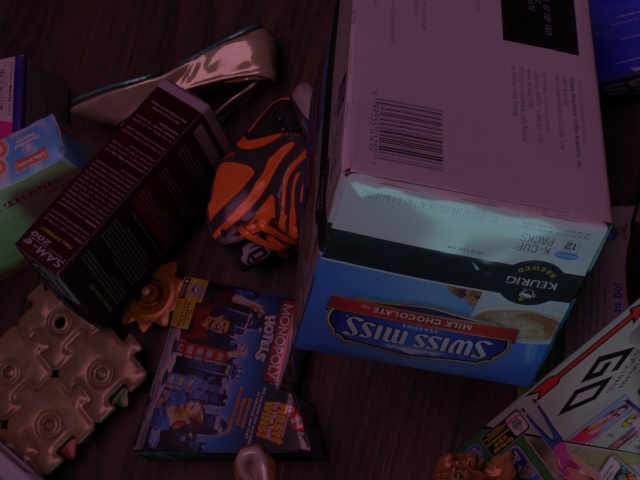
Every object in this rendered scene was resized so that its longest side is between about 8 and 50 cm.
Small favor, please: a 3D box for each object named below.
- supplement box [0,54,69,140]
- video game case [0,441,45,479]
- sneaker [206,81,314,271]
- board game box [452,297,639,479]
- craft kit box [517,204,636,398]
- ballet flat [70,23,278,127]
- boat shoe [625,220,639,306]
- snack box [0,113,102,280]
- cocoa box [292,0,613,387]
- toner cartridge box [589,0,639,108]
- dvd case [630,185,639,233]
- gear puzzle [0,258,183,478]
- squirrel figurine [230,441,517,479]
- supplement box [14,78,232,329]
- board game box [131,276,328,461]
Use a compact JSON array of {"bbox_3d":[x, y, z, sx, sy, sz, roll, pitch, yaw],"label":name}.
[{"bbox_3d":[-0.410,-0.127,1.866,0.220,0.114,0.111,-7,72,19],"label":"supplement box"},{"bbox_3d":[-0.380,0.308,1.733,0.193,0.023,0.212,34,107,27],"label":"video game case"},{"bbox_3d":[0.000,0.000,1.670,0.180,0.124,0.321,-39,53,11],"label":"sneaker"},{"bbox_3d":[0.283,0.187,1.419,0.213,0.046,0.317,54,128,14],"label":"board game box"},{"bbox_3d":[0.312,0.090,1.540,0.246,0.061,0.250,0,74,19],"label":"craft kit box"},{"bbox_3d":[-0.158,-0.160,1.799,0.248,0.086,0.086,-21,67,14],"label":"ballet flat"},{"bbox_3d":[0.337,0.085,1.461,0.073,0.080,0.223,-6,74,-26],"label":"boat shoe"},{"bbox_3d":[-0.374,-0.017,1.775,0.322,0.187,0.060,-25,66,13],"label":"snack box"},{"bbox_3d":[0.112,-0.079,1.472,0.231,0.228,0.347,11,46,-7],"label":"cocoa box"},{"bbox_3d":[0.423,-0.251,1.589,0.348,0.075,0.165,-12,71,18],"label":"toner cartridge box"},{"bbox_3d":[0.429,-0.064,1.515,0.253,0.022,0.180,3,47,23],"label":"dvd case"},{"bbox_3d":[-0.277,0.139,1.770,0.339,0.044,0.175,-44,67,3],"label":"gear puzzle"},{"bbox_3d":[0.033,0.351,1.465,0.397,0.281,0.370,-26,43,-5],"label":"squirrel figurine"},{"bbox_3d":[-0.198,-0.038,1.715,0.073,0.130,0.239,32,73,28],"label":"supplement box"},{"bbox_3d":[-0.074,0.152,1.673,0.194,0.060,0.194,12,78,24],"label":"board game box"}]
